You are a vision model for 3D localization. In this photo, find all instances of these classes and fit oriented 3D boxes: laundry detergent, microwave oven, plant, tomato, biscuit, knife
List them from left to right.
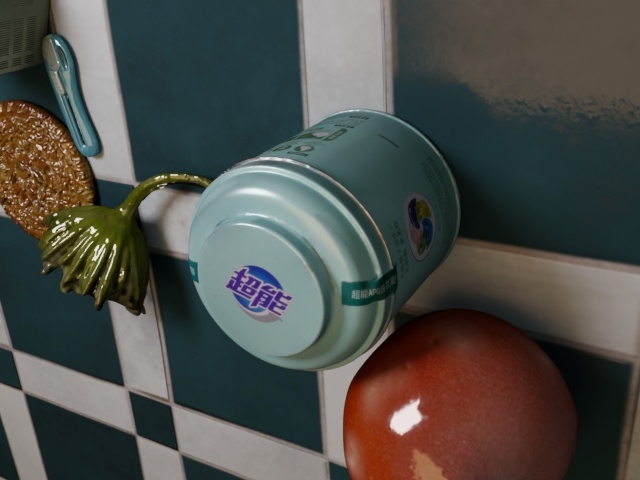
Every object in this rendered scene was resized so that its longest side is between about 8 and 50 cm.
[{"bbox_3d":[-0.587,-0.360,1.177,0.145,0.240,0.193,33,127,13],"label":"microwave oven"},{"bbox_3d":[-0.561,-0.126,1.408,0.306,0.038,0.305,14,120,26],"label":"biscuit"},{"bbox_3d":[-0.444,-0.253,1.276,0.064,0.031,0.221,-3,112,29],"label":"knife"},{"bbox_3d":[-0.341,-0.038,1.291,0.251,0.180,0.333,38,101,-3],"label":"plant"},{"bbox_3d":[0.000,0.000,0.954,0.288,0.305,0.287,14,121,26],"label":"laundry detergent"},{"bbox_3d":[0.185,0.254,0.963,0.322,0.321,0.321,14,120,26],"label":"tomato"}]
